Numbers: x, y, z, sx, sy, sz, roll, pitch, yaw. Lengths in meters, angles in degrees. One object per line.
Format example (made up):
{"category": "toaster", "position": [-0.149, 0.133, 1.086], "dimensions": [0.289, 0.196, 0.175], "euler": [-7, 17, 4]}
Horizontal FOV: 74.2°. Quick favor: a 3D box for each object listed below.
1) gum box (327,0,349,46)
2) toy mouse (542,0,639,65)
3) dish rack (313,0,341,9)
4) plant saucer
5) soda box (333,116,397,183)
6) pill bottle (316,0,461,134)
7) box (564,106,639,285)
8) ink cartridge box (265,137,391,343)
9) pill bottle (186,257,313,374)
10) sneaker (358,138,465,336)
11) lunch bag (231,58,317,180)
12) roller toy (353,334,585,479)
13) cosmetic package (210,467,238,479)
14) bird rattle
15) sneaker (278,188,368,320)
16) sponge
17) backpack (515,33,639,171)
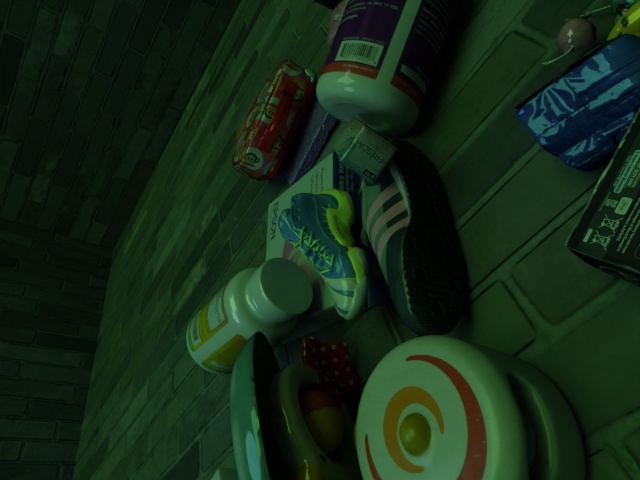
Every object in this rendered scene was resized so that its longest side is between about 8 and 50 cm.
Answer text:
{"category": "gum box", "position": [0.100, -0.527, 0.967], "dimensions": [0.188, 0.062, 0.107], "euler": [-21, 56, 50]}
{"category": "toy mouse", "position": [0.321, -0.253, 0.470], "dimensions": [0.161, 0.031, 0.143], "euler": [-23, 30, 26]}
{"category": "dish rack", "position": [0.082, -0.713, 1.041], "dimensions": [0.271, 0.074, 0.208], "euler": [-60, 15, 14]}
{"category": "plant saucer", "position": [-0.063, 0.283, 0.568], "dimensions": [0.317, 0.044, 0.317], "euler": [165, 90, -87]}
{"category": "soda box", "position": [0.063, -0.144, 0.652], "dimensions": [0.063, 0.058, 0.183], "euler": [-54, 12, 15]}
{"category": "pill bottle", "position": [0.125, -0.359, 0.723], "dimensions": [0.181, 0.182, 0.322], "euler": [19, 88, 58]}
{"category": "box", "position": [0.400, -0.107, 0.252], "dimensions": [0.318, 0.097, 0.394], "euler": [35, 102, 59]}
{"category": "ink cartridge box", "position": [0.000, 0.000, 0.812], "dimensions": [0.330, 0.071, 0.324], "euler": [-34, 46, 44]}
{"category": "pill bottle", "position": [-0.124, 0.131, 0.740], "dimensions": [0.246, 0.136, 0.136], "euler": [-41, 42, 39]}
{"category": "sneaker", "position": [0.116, 0.004, 0.612], "dimensions": [0.131, 0.112, 0.319], "euler": [-45, 32, 44]}
{"category": "lunch bag", "position": [-0.119, -0.297, 1.059], "dimensions": [0.293, 0.120, 0.258], "euler": [-66, 19, -2]}
{"category": "roller toy", "position": [0.134, 0.196, 0.425], "dimensions": [0.191, 0.146, 0.209], "euler": [-64, 32, 7]}
{"category": "cosmetic package", "position": [-0.127, 0.518, 0.640], "dimensions": [0.224, 0.138, 0.224], "euler": [-59, 32, 15]}
{"category": "bird rattle", "position": [0.010, 0.232, 0.555], "dimensions": [0.143, 0.207, 0.253], "euler": [-27, 54, 16]}
{"category": "sneaker", "position": [-0.004, 0.014, 0.650], "dimensions": [0.091, 0.126, 0.240], "euler": [109, 161, -44]}
{"category": "sponge", "position": [-0.028, -0.242, 1.017], "dimensions": [0.210, 0.031, 0.117], "euler": [-59, 32, 22]}
{"category": "backpack", "position": [0.290, -0.137, 0.436], "dimensions": [0.120, 0.098, 0.101], "euler": [-43, 69, 35]}
